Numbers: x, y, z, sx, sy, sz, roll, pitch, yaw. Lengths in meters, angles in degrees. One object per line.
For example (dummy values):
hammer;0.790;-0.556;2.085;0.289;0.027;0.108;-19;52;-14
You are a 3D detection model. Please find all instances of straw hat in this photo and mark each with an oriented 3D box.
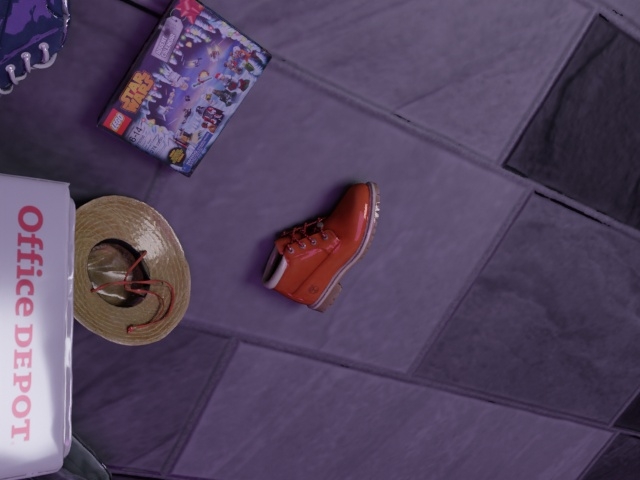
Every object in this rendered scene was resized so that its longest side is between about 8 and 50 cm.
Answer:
straw hat;-0.199;0.034;0.582;0.061;0.144;0.144;-14;134;42

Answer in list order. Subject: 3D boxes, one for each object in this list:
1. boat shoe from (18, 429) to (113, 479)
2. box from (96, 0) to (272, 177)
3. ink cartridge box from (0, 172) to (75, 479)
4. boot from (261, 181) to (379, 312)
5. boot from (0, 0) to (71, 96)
boat shoe;-0.317;0.175;0.610;0.119;0.121;0.335;-28;132;-13
box;-0.120;-0.135;0.537;0.094;0.027;0.137;30;106;-28
ink cartridge box;-0.341;0.059;0.403;0.306;0.131;0.225;8;76;-44
boot;0.000;0.000;0.634;0.085;0.059;0.157;22;111;-22
boot;-0.244;-0.141;0.468;0.086;0.069;0.189;9;113;-19
